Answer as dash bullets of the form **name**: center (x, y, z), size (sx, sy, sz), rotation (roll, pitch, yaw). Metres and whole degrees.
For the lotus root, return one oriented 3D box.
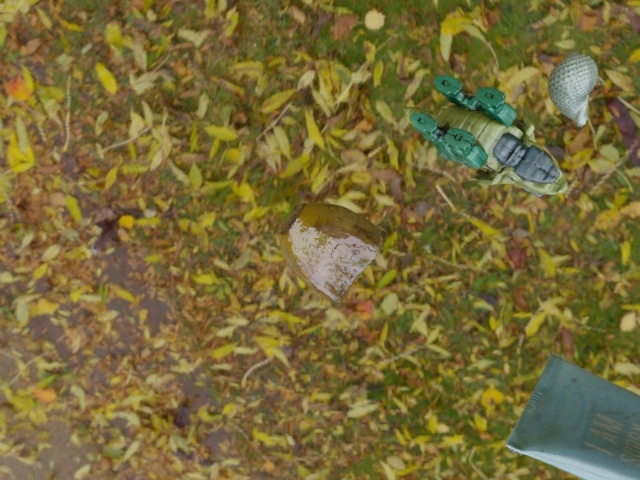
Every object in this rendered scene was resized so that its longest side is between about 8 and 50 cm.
- **lotus root**: center (0.001, -0.001, 1.551), size (0.180, 0.199, 0.188), rotation (37, 89, -19)

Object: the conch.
- **conch**: center (0.302, -0.183, 0.908), size (0.057, 0.076, 0.085), rotation (16, 105, 24)

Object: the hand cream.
- **hand cream**: center (0.306, 0.185, 0.567), size (0.312, 0.111, 0.070), rotation (25, 138, 19)

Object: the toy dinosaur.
- **toy dinosaur**: center (0.167, -0.131, 0.885), size (0.094, 0.259, 0.153), rotation (-54, 138, 1)
